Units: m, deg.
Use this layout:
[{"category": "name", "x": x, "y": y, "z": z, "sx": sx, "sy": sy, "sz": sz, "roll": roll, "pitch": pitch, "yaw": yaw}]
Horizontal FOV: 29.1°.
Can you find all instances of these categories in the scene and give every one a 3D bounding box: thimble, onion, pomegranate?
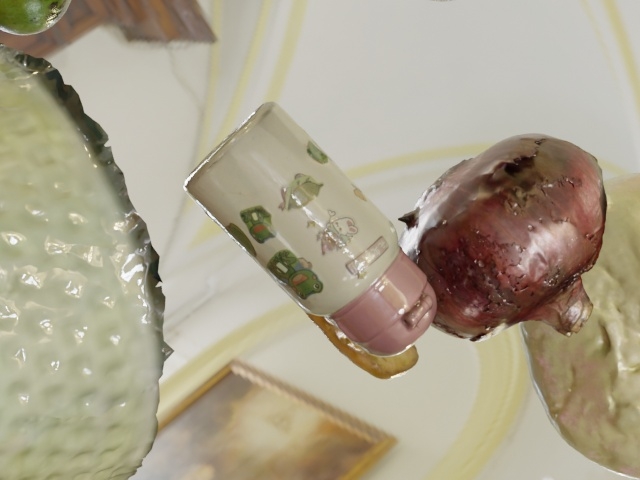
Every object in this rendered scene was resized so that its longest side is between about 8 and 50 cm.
[{"category": "thimble", "x": -0.215, "y": 0.035, "z": 0.672, "sx": 0.271, "sy": 0.150, "sz": 0.271, "roll": 27, "pitch": -53, "yaw": 42}, {"category": "onion", "x": 0.198, "y": 0.011, "z": 1.293, "sx": 0.219, "sy": 0.252, "sz": 0.252, "roll": 46, "pitch": -22, "yaw": -6}, {"category": "pomegranate", "x": -0.257, "y": -0.254, "z": 1.135, "sx": 0.122, "sy": 0.161, "sz": 0.122, "roll": -8, "pitch": 90, "yaw": -90}]

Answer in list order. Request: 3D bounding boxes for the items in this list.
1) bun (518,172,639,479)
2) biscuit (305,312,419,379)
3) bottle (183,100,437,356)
[{"category": "bun", "x": 0.406, "y": 0.101, "z": 1.433, "sx": 0.361, "sy": 0.361, "sz": 0.213, "roll": 57, "pitch": -22, "yaw": -14}, {"category": "biscuit", "x": 0.018, "y": 0.053, "z": 1.592, "sx": 0.045, "sy": 0.154, "sz": 0.299, "roll": -31, "pitch": -95, "yaw": 39}, {"category": "bottle", "x": 0.000, "y": 0.000, "z": 1.125, "sx": 0.253, "sy": 0.120, "sz": 0.120, "roll": 47, "pitch": -21, "yaw": -8}]
